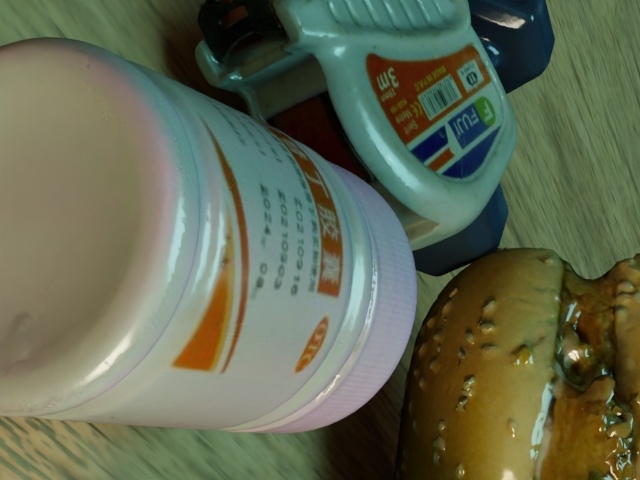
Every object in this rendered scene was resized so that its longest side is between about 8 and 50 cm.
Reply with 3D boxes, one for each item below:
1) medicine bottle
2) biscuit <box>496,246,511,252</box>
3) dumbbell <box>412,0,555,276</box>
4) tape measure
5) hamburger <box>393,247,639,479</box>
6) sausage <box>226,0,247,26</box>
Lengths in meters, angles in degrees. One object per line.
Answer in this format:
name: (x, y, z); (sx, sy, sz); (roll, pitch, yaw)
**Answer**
medicine bottle: (-0.087, 0.014, 0.811); (0.316, 0.202, 0.202); (19, 73, -63)
biscuit: (0.211, 0.108, 1.587); (0.064, 0.034, 0.199); (-10, 99, -62)
dumbbell: (0.131, -0.125, 1.307); (0.144, 0.160, 0.324); (40, 51, -24)
tape measure: (0.036, -0.111, 1.044); (0.243, 0.125, 0.246); (-37, 104, -50)
hamburger: (0.201, 0.237, 1.214); (0.287, 0.268, 0.445); (-87, -174, -62)
sausage: (-0.057, -0.184, 1.055); (0.034, 0.034, 0.083); (-27, 115, -61)
